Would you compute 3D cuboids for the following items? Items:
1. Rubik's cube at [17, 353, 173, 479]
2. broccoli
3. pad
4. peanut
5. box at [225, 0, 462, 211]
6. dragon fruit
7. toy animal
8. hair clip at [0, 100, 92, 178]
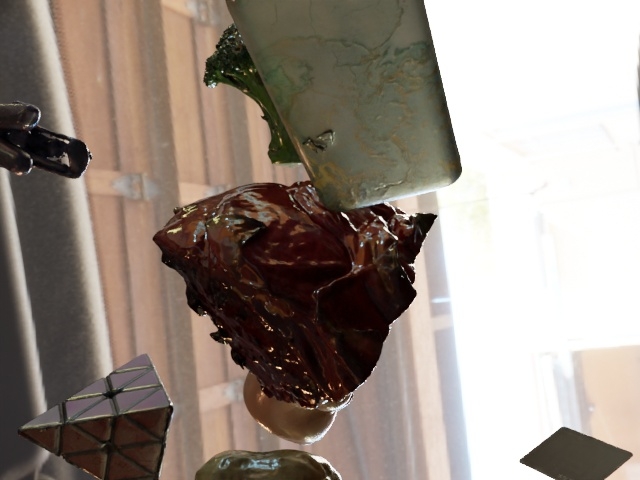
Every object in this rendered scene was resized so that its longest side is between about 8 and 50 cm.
[{"bbox_3d":[-0.236,0.208,1.022,0.211,0.190,0.178,43,-149,-26],"label":"Rubik's cube"},{"bbox_3d":[-0.064,-0.254,1.265,0.269,0.254,0.269,173,90,-86],"label":"broccoli"},{"bbox_3d":[0.403,0.346,1.219,0.112,0.157,0.003,-30,-74,-21],"label":"pad"},{"bbox_3d":[-0.076,0.374,1.140,0.129,0.224,0.129,-178,90,-86],"label":"peanut"},{"bbox_3d":[0.032,-0.126,0.651,0.285,0.142,0.044,62,-163,-51],"label":"box"},{"bbox_3d":[0.003,-0.002,0.937,0.329,0.228,0.286,-38,-86,-22],"label":"dragon fruit"},{"bbox_3d":[-0.023,0.258,1.403,0.212,0.256,0.195,12,-139,-32],"label":"toy animal"},{"bbox_3d":[-0.382,-0.135,0.802,0.090,0.278,0.137,14,-87,-82],"label":"hair clip"}]
